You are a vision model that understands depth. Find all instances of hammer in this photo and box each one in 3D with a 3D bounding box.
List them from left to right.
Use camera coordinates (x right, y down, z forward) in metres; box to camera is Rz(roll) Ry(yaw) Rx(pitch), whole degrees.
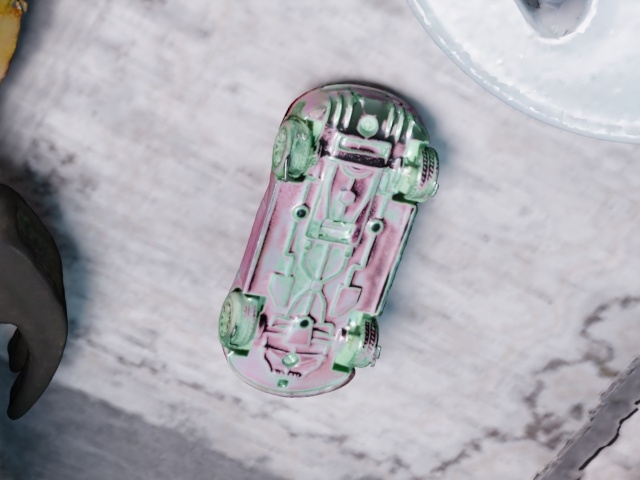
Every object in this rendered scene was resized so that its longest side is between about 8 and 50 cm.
[{"bbox_3d":[-0.316,0.066,0.774,0.439,0.044,0.168,-17,142,14],"label":"hammer"}]

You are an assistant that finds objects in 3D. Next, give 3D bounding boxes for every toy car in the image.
[{"bbox_3d":[0.000,0.000,0.747,0.069,0.055,0.142,10,115,-19],"label":"toy car"}]

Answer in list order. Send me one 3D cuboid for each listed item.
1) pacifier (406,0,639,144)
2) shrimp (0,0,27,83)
[{"bbox_3d":[0.148,-0.120,0.563,0.279,0.207,0.227,-26,101,20],"label":"pacifier"},{"bbox_3d":[-0.172,-0.123,0.647,0.152,0.063,0.287,20,126,-18],"label":"shrimp"}]
